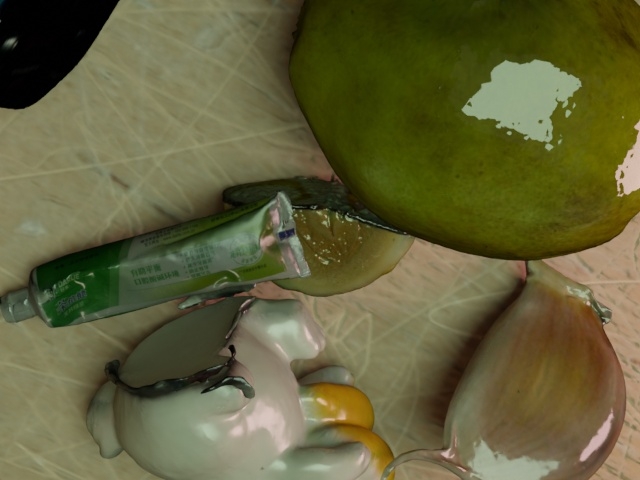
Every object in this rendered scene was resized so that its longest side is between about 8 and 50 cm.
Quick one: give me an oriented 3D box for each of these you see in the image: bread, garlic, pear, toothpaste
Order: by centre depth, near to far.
[{"bbox_3d":[0.131,-0.120,1.402,0.321,0.269,0.269,28,92,3],"label":"pear"},{"bbox_3d":[-0.135,0.025,1.431,0.248,0.047,0.078,-15,109,5],"label":"toothpaste"},{"bbox_3d":[0.000,0.000,1.475,0.157,0.083,0.094,-3,105,-1],"label":"bread"},{"bbox_3d":[0.167,0.161,1.515,0.148,0.128,0.266,31,52,11],"label":"garlic"}]

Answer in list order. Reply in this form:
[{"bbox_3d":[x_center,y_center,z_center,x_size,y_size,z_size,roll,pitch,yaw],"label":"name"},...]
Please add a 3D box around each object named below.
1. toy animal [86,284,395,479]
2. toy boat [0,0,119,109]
[{"bbox_3d":[-0.057,0.207,1.456,0.247,0.183,0.310,-22,111,-6],"label":"toy animal"},{"bbox_3d":[-0.197,-0.246,1.367,0.092,0.134,0.299,33,93,17],"label":"toy boat"}]
